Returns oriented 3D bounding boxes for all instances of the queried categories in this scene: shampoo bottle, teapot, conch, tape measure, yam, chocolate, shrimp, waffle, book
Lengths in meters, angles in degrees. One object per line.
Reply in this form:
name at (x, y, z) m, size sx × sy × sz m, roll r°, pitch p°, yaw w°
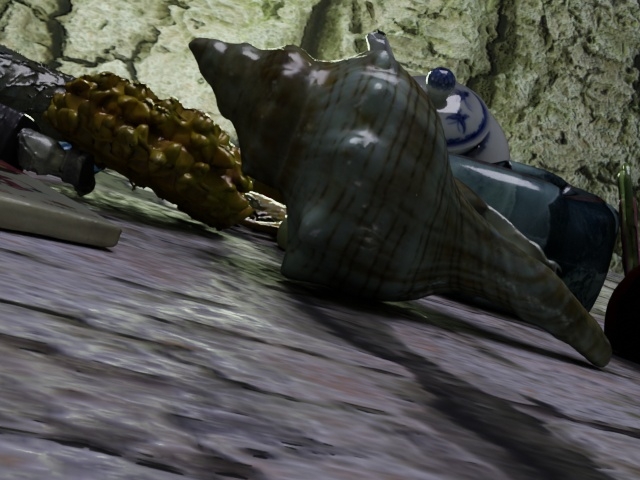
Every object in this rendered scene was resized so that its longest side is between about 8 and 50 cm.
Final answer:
shampoo bottle at (-0.290, -0.090, 0.841) m, size 0.208 × 0.057 × 0.063 m, roll 21°, pitch -12°, yaw 7°
teapot at (0.151, -0.132, 1.409) m, size 0.252 × 0.280 × 0.424 m, roll -13°, pitch 52°, yaw -18°
conch at (0.050, -0.021, 0.765) m, size 0.386 × 0.169 × 0.203 m, roll 50°, pitch 22°, yaw -16°
tape measure at (0.172, -0.015, 1.048) m, size 0.256 × 0.147 × 0.275 m, roll 13°, pitch 5°, yaw -31°
yam at (-0.302, -0.144, 1.119) m, size 0.183 × 0.107 × 0.107 m, roll 17°, pitch 4°, yaw -29°
chocolate at (0.338, 0.077, 0.932) m, size 0.124 × 0.127 × 0.133 m, roll 59°, pitch 13°, yaw 19°
shrimp at (-0.086, -0.031, 1.034) m, size 0.178 × 0.034 × 0.124 m, roll 26°, pitch 16°, yaw 35°
waffle at (-0.148, -0.082, 0.880) m, size 0.193 × 0.070 × 0.197 m, roll 35°, pitch -12°, yaw -37°
book at (-0.252, -0.045, 0.658) m, size 0.162 × 0.022 × 0.232 m, roll 13°, pitch 6°, yaw -38°

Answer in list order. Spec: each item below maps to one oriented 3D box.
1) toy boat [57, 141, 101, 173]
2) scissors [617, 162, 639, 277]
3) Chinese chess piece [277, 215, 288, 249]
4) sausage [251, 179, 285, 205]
toy boat at (-0.281, -0.084, 1.029) m, size 0.105 × 0.034 × 0.149 m, roll 8°, pitch -3°, yaw -44°
scissors at (0.321, 0.015, 1.023) m, size 0.020 × 0.187 × 0.133 m, roll -4°, pitch 0°, yaw 16°
Chinese chess piece at (0.000, 0.000, 0.942) m, size 0.084 × 0.034 × 0.084 m, roll 16°, pitch 6°, yaw -2°
sausage at (-0.056, -0.064, 1.248) m, size 0.082 × 0.082 × 0.371 m, roll 15°, pitch 4°, yaw -21°
